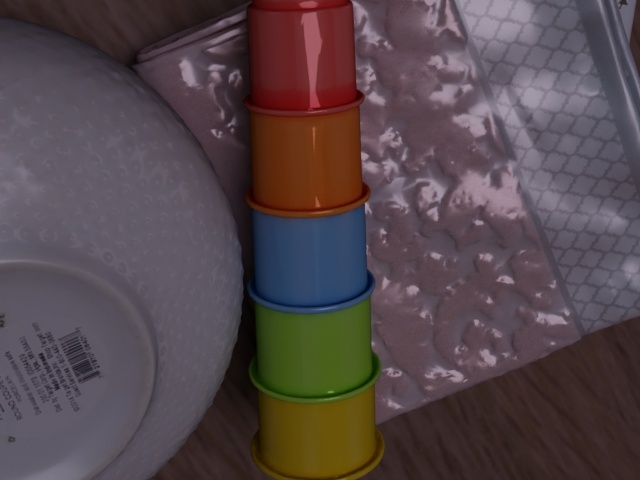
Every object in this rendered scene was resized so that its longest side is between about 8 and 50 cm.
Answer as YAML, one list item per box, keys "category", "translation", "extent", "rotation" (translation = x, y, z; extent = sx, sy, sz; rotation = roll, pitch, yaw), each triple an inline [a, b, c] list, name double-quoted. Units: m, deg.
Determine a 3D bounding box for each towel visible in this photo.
- category: "towel"
  translation: [0.078, -0.039, 0.714]
  extent: [0.317, 0.053, 0.331]
  rotation: [-22, 112, 7]

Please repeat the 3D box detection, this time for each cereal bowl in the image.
- category: "cereal bowl"
  translation: [-0.193, 0.052, 0.583]
  extent: [0.339, 0.141, 0.339]
  rotation: [-11, 118, -22]

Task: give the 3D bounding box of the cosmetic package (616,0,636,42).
- category: "cosmetic package"
  translation: [0.171, -0.176, 0.771]
  extent: [0.117, 0.085, 0.231]
  rotation: [0, 101, -25]

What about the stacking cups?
- category: "stacking cups"
  translation: [0.000, 0.000, 0.654]
  extent: [0.096, 0.096, 0.316]
  rotation: [-9, 113, -24]
